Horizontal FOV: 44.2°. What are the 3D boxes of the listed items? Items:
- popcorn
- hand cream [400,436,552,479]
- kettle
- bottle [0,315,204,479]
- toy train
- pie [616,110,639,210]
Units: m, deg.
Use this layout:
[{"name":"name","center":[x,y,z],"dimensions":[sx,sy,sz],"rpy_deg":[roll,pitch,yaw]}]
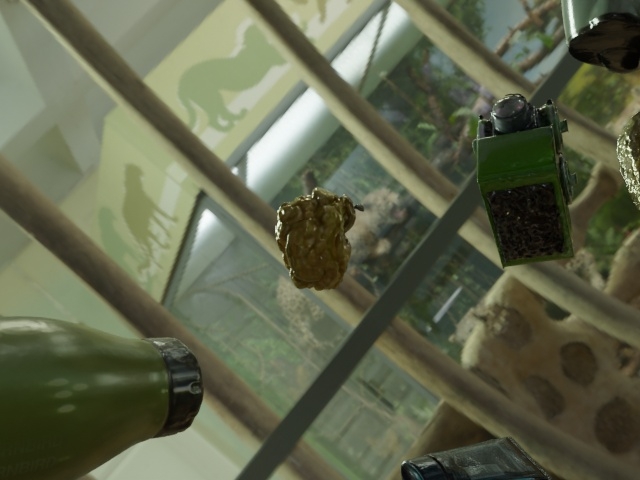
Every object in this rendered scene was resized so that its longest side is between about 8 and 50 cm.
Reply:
[{"name":"popcorn","center":[-0.018,-0.005,1.499],"dimensions":[0.140,0.163,0.194],"rpy_deg":[-42,-34,-71]},{"name":"hand cream","center":[0.271,0.397,1.374],"dimensions":[0.270,0.120,0.061],"rpy_deg":[-3,-63,-30]},{"name":"kettle","center":[0.416,-0.351,1.074],"dimensions":[0.221,0.161,0.237],"rpy_deg":[27,-115,-62]},{"name":"bottle","center":[-0.190,0.102,0.482],"dimensions":[0.260,0.112,0.112],"rpy_deg":[2,-46,-48]},{"name":"toy train","center":[0.380,-0.098,1.440],"dimensions":[0.249,0.173,0.307],"rpy_deg":[-81,-26,-42]},{"name":"pie","center":[0.536,-0.111,1.152],"dimensions":[0.084,0.178,0.205],"rpy_deg":[94,176,-55]}]
